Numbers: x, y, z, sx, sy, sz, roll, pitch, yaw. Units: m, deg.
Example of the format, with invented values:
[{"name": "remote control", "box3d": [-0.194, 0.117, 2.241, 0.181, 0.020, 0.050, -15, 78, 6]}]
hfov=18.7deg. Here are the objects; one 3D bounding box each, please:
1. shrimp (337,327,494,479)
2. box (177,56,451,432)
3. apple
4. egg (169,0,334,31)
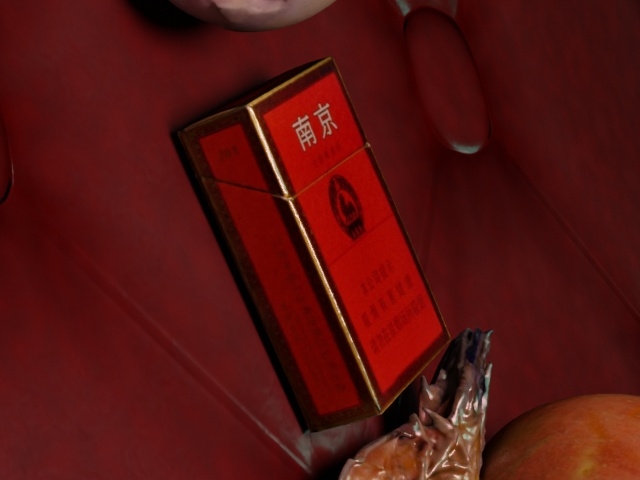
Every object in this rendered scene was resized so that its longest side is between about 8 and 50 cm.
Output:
[{"name": "shrimp", "box3d": [0.064, 0.183, 1.403, 0.164, 0.062, 0.317, 49, 46, -42]}, {"name": "box", "box3d": [0.001, 0.000, 1.418, 0.153, 0.074, 0.240, -36, 104, -56]}, {"name": "apple", "box3d": [0.219, 0.244, 1.508, 0.253, 0.253, 0.253, 35, 45, -45]}, {"name": "egg", "box3d": [-0.037, -0.248, 1.388, 0.183, 0.183, 0.217, 65, 28, -11]}]
